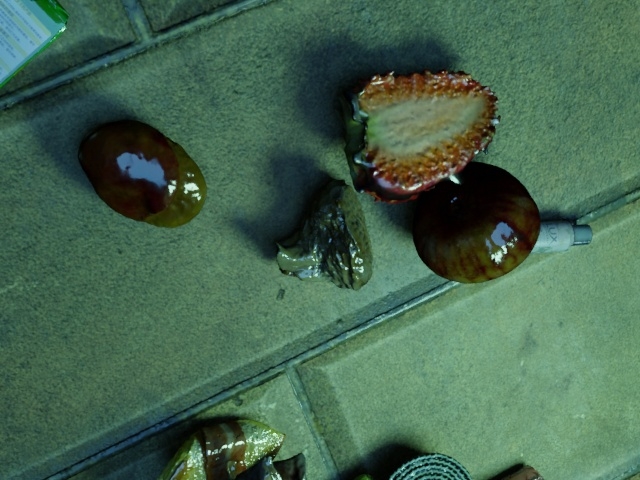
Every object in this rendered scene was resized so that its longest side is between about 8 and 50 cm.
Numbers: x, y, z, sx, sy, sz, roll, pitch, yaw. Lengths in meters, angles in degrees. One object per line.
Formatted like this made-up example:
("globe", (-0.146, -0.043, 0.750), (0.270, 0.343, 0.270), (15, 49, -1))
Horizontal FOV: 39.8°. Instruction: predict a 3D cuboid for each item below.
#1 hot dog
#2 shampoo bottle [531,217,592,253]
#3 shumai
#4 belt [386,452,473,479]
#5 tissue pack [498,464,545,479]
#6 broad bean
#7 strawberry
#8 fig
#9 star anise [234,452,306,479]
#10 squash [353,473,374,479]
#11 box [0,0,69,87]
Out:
("hot dog", (-0.198, 0.407, 1.691), (0.261, 0.093, 0.123), (-5, 113, -35))
("shampoo bottle", (0.445, -0.007, 1.783), (0.213, 0.072, 0.072), (-3, 108, -17))
("shumai", (0.000, 0.000, 1.609), (0.175, 0.166, 0.206), (-9, 110, 9))
("belt", (0.209, 0.562, 1.798), (0.207, 0.150, 0.258), (20, 75, 11))
("tissue pack", (0.371, 0.664, 1.943), (0.332, 0.123, 0.245), (-24, 115, -10))
("broad bean", (-0.294, -0.108, 1.479), (0.228, 0.122, 0.156), (40, 89, -21))
("strawberry", (0.173, -0.186, 1.597), (0.306, 0.137, 0.234), (-9, 84, -21))
("fig", (0.288, -0.032, 1.641), (0.214, 0.235, 0.235), (12, 103, -34))
("star anise", (-0.142, 0.528, 1.662), (0.331, 0.118, 0.332), (-29, 149, -20))
("squash", (0.049, 0.595, 1.827), (0.066, 0.066, 0.252), (19, 102, -22))
("box", (-0.526, -0.320, 1.347), (0.250, 0.103, 0.180), (-41, 114, -1))
